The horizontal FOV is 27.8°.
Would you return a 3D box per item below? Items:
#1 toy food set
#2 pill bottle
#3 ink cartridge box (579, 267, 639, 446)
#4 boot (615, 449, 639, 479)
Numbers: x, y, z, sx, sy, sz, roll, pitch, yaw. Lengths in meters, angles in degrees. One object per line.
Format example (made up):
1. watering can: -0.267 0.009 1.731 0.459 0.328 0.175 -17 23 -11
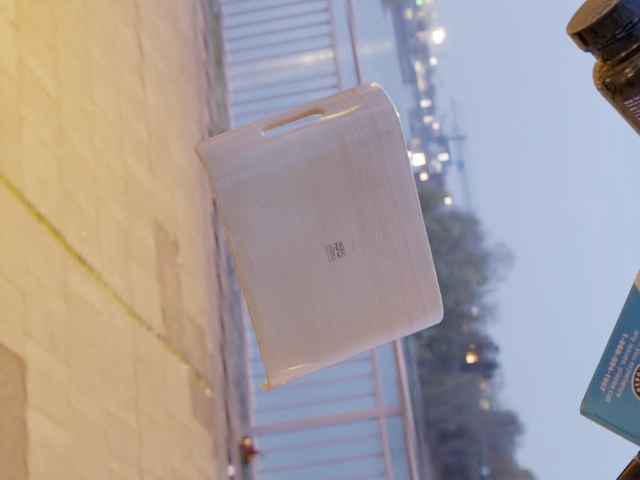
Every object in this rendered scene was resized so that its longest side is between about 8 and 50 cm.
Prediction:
1. toy food set: 0.000 0.000 1.450 0.092 0.220 0.306 -142 -145 -65
2. pill bottle: 0.343 -0.154 1.250 0.219 0.123 0.123 45 16 -13
3. ink cartridge box: 0.391 0.103 0.987 0.129 0.307 0.223 15 100 -51
4. boot: 0.150 0.155 0.687 0.121 0.099 0.045 33 7 -48
